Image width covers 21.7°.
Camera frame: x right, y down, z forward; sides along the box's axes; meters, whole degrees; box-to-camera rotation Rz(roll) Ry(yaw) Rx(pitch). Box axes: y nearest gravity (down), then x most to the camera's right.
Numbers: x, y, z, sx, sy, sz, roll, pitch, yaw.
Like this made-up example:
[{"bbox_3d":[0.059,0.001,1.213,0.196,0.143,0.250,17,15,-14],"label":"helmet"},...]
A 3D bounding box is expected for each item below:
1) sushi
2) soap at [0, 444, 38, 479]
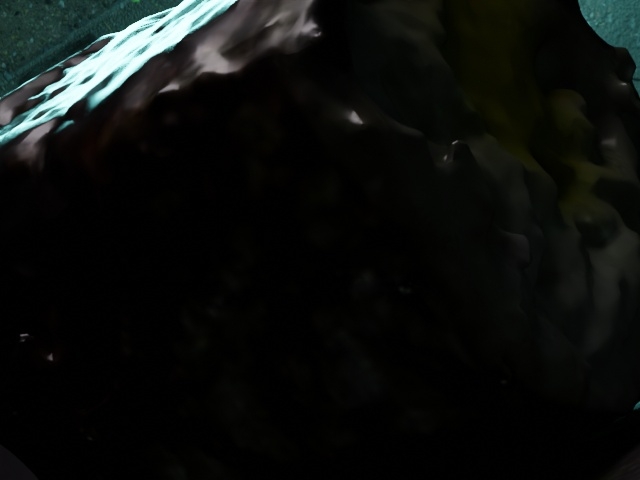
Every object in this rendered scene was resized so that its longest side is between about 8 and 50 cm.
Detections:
[{"bbox_3d":[0.001,0.000,0.817,0.294,0.299,0.281,-30,26,32],"label":"sushi"},{"bbox_3d":[-0.132,0.068,1.005,0.107,0.285,0.296,-27,-1,25],"label":"soap"}]
